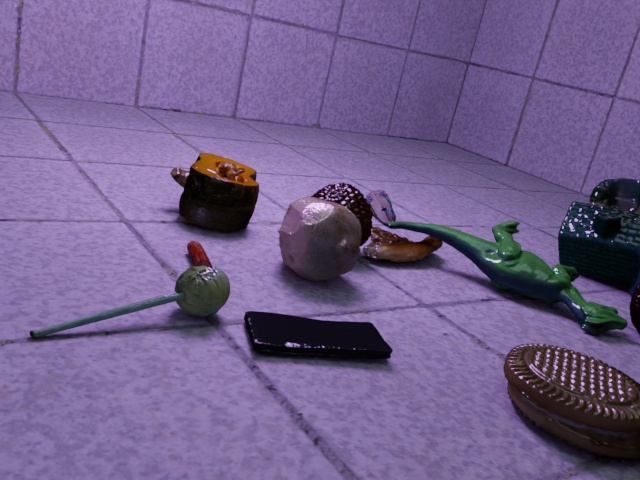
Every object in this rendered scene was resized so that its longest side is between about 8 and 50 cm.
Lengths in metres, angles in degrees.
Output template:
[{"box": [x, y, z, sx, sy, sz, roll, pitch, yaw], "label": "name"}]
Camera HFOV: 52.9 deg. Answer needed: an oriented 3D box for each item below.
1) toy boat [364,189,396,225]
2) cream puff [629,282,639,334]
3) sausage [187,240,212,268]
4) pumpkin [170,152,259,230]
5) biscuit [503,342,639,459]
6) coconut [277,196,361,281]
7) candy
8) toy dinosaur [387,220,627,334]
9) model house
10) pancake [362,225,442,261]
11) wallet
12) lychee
[{"box": [0.191, -0.096, 1.993, 0.084, 0.066, 0.210, -22, 32, 0], "label": "toy boat"}, {"box": [0.837, 0.158, 1.462, 0.239, 0.164, 0.239, 4, 32, -3], "label": "cream puff"}, {"box": [-0.254, 0.031, 1.338, 0.034, 0.034, 0.129, 5, 20, -23], "label": "sausage"}, {"box": [-0.276, -0.133, 1.650, 0.222, 0.139, 0.317, 12, 19, -11], "label": "pumpkin"}, {"box": [0.424, 0.256, 1.055, 0.259, 0.079, 0.259, 12, 17, -4], "label": "biscuit"}, {"box": [0.002, -0.003, 1.391, 0.194, 0.194, 0.194, 12, 18, -4], "label": "coconut"}, {"box": [-0.296, 0.107, 1.042, 0.336, 0.092, 0.093, -12, 66, -38], "label": "candy"}, {"box": [0.429, 0.092, 1.549, 0.500, 0.144, 0.374, 5, 31, -13], "label": "toy dinosaur"}, {"box": [0.899, -0.010, 1.806, 0.382, 0.334, 0.343, 14, 13, 37], "label": "model house"}, {"box": [0.192, -0.004, 1.711, 0.266, 0.057, 0.244, 2, 21, -32], "label": "pancake"}, {"box": [-0.006, 0.165, 1.116, 0.244, 0.025, 0.124, 6, 19, -17], "label": "wallet"}, {"box": [0.032, -0.049, 1.573, 0.188, 0.188, 0.188, 12, 18, -4], "label": "lychee"}]
